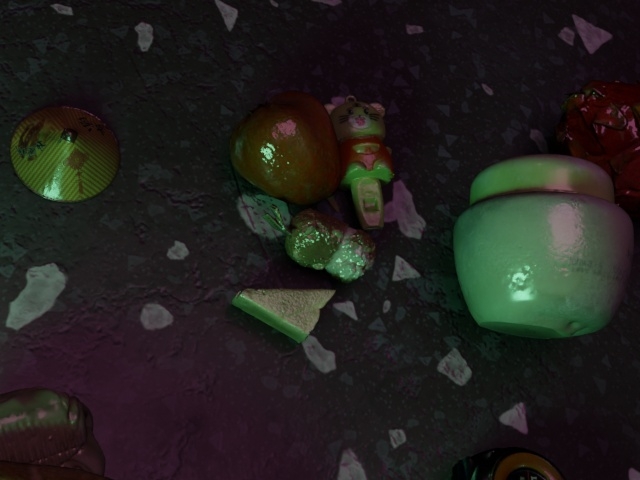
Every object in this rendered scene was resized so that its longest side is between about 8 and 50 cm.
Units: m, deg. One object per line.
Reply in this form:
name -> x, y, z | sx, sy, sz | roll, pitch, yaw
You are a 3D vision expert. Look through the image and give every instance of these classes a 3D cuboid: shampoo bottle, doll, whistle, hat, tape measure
shampoo bottle -> 0.406, 0.022, 1.689 | 0.322, 0.322, 0.317 | 6, 72, -17
doll -> -0.005, 0.004, 1.671 | 0.221, 0.105, 0.115 | 18, 25, -11
whistle -> 0.078, -0.155, 1.773 | 0.131, 0.106, 0.288 | -3, 68, -14
hat -> -0.440, -0.169, 1.605 | 0.193, 0.082, 0.193 | 8, 63, -17
tape measure -> 0.327, 0.459, 1.575 | 0.223, 0.135, 0.202 | 10, 54, -18

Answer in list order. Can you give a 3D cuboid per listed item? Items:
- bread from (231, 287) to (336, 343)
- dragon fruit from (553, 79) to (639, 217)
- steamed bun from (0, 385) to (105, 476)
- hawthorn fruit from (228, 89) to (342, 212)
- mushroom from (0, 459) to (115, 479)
bread -> -0.065, 0.101, 1.620 | 0.152, 0.077, 0.105 | 32, 64, -8
dragon fruit -> 0.636, -0.183, 1.900 | 0.277, 0.277, 0.342 | -35, 78, -29
steamed bun -> -0.440, 0.308, 1.354 | 0.218, 0.144, 0.211 | -16, 114, -27
hawthorn fruit -> -0.042, -0.148, 1.691 | 0.251, 0.199, 0.199 | 51, 60, -9
mushroom -> -0.304, 0.436, 1.242 | 0.397, 0.224, 0.314 | -5, 66, -25
